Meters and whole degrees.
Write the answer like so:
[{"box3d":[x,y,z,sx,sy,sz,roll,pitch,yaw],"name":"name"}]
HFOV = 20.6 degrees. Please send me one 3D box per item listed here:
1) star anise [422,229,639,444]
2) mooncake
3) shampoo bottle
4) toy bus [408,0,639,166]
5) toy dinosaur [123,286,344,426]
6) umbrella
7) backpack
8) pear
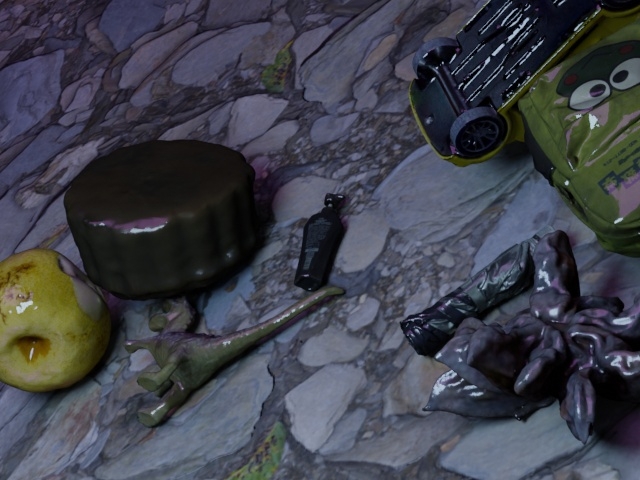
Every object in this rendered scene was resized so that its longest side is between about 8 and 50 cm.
[{"box3d":[0.215,0.098,1.602,0.212,0.129,0.282,-34,33,-27],"name":"star anise"},{"box3d":[-0.183,-0.024,2.081,0.228,0.124,0.228,-7,28,3],"name":"mooncake"},{"box3d":[0.000,0.000,1.998,0.048,0.027,0.137,-5,44,21],"name":"shampoo bottle"},{"box3d":[0.249,-0.212,1.860,0.331,0.151,0.145,-46,43,23],"name":"toy bus"},{"box3d":[-0.124,0.112,1.945,0.251,0.072,0.200,-15,28,46],"name":"toy dinosaur"},{"box3d":[0.167,0.052,1.765,0.188,0.046,0.050,-34,37,-3],"name":"umbrella"},{"box3d":[0.317,-0.092,1.719,0.207,0.140,0.253,-32,42,11],"name":"backpack"},{"box3d":[-0.329,0.090,2.074,0.178,0.178,0.178,-25,35,19],"name":"pear"}]
